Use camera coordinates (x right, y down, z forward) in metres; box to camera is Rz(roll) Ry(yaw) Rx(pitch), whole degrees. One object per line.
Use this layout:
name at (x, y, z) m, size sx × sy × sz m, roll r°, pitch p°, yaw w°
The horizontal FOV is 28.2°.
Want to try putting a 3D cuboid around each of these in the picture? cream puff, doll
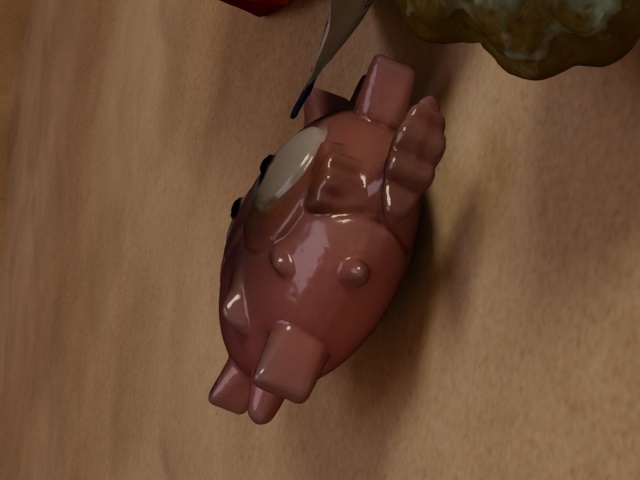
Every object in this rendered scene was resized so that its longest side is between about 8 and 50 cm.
cream puff at (0.094, -0.140, 0.507) m, size 0.121 × 0.156 × 0.156 m, roll 60°, pitch 173°, yaw -21°
doll at (0.000, 0.000, 0.715) m, size 0.262 × 0.093 × 0.211 m, roll 142°, pitch 147°, yaw -63°

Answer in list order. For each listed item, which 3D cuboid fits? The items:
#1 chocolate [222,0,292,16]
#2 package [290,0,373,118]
chocolate at (-0.052, -0.354, 0.896) m, size 0.341 × 0.161 × 0.360 m, roll -165°, pitch 84°, yaw -77°
package at (0.034, -0.172, 0.722) m, size 0.173 × 0.027 × 0.171 m, roll -61°, pitch 6°, yaw 38°
